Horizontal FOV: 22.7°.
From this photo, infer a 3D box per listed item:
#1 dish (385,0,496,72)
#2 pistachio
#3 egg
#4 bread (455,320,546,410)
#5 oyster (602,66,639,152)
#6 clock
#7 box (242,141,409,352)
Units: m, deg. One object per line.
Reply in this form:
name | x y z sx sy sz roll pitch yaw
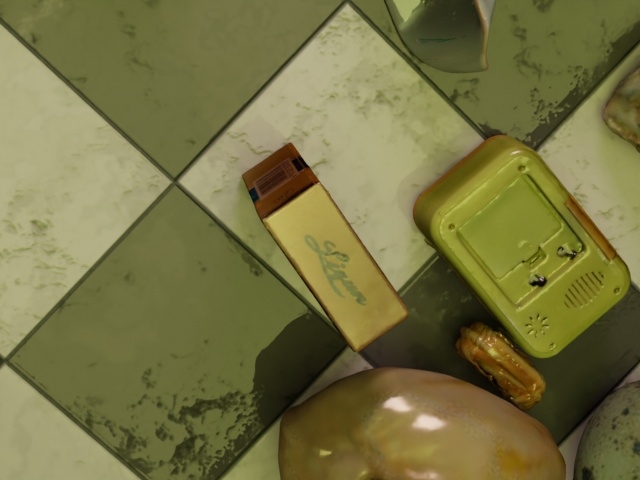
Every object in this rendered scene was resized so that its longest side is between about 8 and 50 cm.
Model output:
dish | 0.115 -0.274 1.532 0.064 0.154 0.234 -27 106 -26
pistachio | 0.101 0.237 1.591 0.308 0.230 0.230 18 99 -29
egg | 0.337 0.230 1.662 0.141 0.141 0.182 33 92 -14
bread | 0.185 0.129 1.647 0.044 0.083 0.111 -47 107 -6
oyster | 0.464 -0.136 1.626 0.351 0.115 0.238 -4 111 -3
clock | 0.204 0.005 1.619 0.143 0.096 0.202 -41 106 -1
box | 0.000 -0.001 1.513 0.070 0.237 0.152 -34 105 3
